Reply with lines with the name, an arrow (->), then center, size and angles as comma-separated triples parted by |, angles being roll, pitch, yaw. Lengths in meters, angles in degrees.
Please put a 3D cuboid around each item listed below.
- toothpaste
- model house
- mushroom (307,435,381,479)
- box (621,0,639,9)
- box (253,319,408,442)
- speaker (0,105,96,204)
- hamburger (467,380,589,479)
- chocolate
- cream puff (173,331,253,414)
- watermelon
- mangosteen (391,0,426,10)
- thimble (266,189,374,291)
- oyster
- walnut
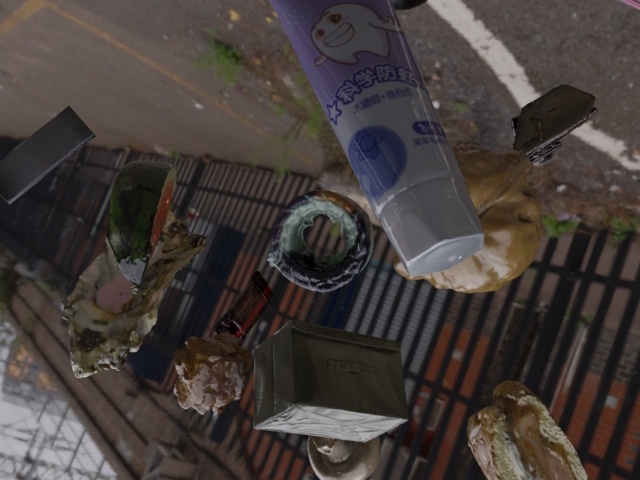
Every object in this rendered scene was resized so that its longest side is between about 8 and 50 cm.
toothpaste -> 0.041, -0.146, 0.681 | 0.125, 0.371, 0.080 | -16, 156, -10
model house -> 0.522, -0.251, 1.664 | 0.203, 0.141, 0.164 | -27, 154, 15
mushroom -> 0.050, 0.535, 1.934 | 0.204, 0.204, 0.204 | 22, 175, 2
box -> 0.633, -0.616, 1.455 | 0.190, 0.112, 0.370 | 48, 180, 42
box -> 0.018, 0.250, 1.301 | 0.231, 0.149, 0.155 | 15, 144, -29
speaker -> -0.562, -0.171, 1.491 | 0.082, 0.218, 0.044 | 50, 174, -17
hamburger -> 0.397, 0.426, 1.466 | 0.330, 0.162, 0.209 | 54, 174, -12
chocolate -> -0.159, 0.148, 1.572 | 0.028, 0.182, 0.086 | -12, 125, 40
cream puff -> -0.155, 0.182, 1.050 | 0.094, 0.122, 0.116 | 37, 156, 56
watermelon -> -0.229, -0.038, 0.980 | 0.063, 0.119, 0.245 | 0, -145, 0
mangosteen -> 0.096, -0.374, 0.954 | 0.152, 0.152, 0.152 | 22, 175, 2
thimble -> 0.000, 0.000, 1.667 | 0.237, 0.237, 0.150 | 22, -174, 6
oyster -> -0.326, 0.085, 1.272 | 0.201, 0.354, 0.107 | 13, 142, 22
walnut -> 0.208, -0.035, 1.077 | 0.224, 0.257, 0.257 | 46, 176, 3
